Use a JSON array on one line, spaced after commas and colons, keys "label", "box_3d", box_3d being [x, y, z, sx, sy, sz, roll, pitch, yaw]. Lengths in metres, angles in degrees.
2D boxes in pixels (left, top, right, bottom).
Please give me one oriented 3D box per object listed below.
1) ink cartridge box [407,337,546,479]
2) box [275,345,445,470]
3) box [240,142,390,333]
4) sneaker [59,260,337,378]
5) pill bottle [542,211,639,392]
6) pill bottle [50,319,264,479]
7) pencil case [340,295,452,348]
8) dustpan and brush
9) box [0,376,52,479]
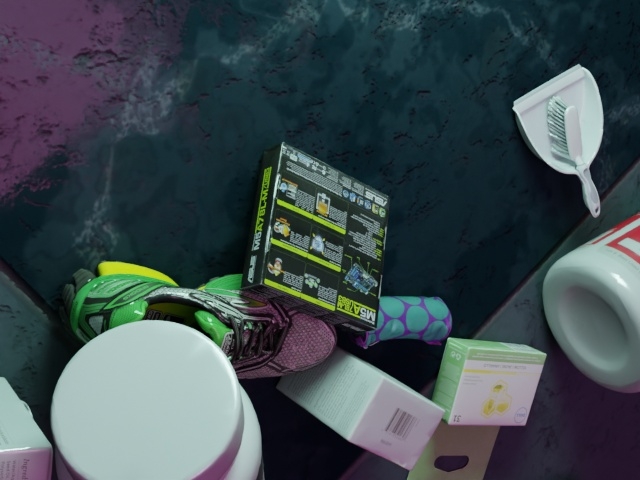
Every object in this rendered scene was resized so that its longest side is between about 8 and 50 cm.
[{"label": "ink cartridge box", "box_3d": [0.237, 0.268, 1.484, 0.171, 0.056, 0.235, 9, 99, -36]}, {"label": "box", "box_3d": [0.049, 0.204, 1.264, 0.130, 0.170, 0.091, 32, 86, -37]}, {"label": "box", "box_3d": [0.000, 0.000, 1.192, 0.191, 0.045, 0.184, 24, 66, -37]}, {"label": "sneaker", "box_3d": [-0.119, 0.115, 1.138, 0.344, 0.146, 0.134, 7, 102, -36]}, {"label": "pill bottle", "box_3d": [0.564, 0.047, 1.515, 0.408, 0.229, 0.229, -26, 119, -23]}, {"label": "pill bottle", "box_3d": [-0.161, 0.240, 1.024, 0.204, 0.204, 0.361, -34, 154, -20]}, {"label": "pencil case", "box_3d": [0.106, 0.110, 1.336, 0.152, 0.064, 0.070, 1, 89, -33]}, {"label": "dustpan and brush", "box_3d": [0.368, -0.130, 1.429, 0.147, 0.060, 0.211, -31, 120, -22]}, {"label": "box", "box_3d": [-0.363, 0.256, 1.002, 0.119, 0.181, 0.181, 1, 105, -33]}]
